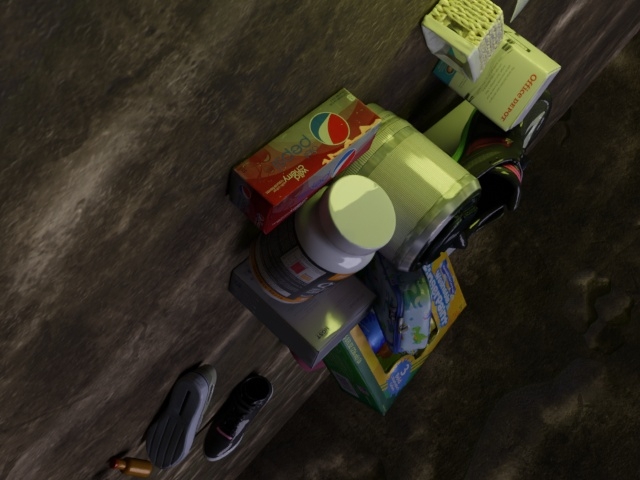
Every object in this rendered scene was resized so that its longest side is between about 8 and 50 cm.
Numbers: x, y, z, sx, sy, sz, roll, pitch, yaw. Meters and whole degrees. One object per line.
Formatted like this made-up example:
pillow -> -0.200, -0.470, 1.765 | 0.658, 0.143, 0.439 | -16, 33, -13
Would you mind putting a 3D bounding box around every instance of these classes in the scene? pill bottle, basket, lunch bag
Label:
pill bottle -> 0.000, 0.000, 1.410 | 0.162, 0.162, 0.278 | -38, -177, -37
basket -> 0.260, -0.372, 1.445 | 0.103, 0.113, 0.167 | -52, 167, 6
lunch bag -> 0.153, 0.106, 1.617 | 0.090, 0.219, 0.176 | -8, 132, -9

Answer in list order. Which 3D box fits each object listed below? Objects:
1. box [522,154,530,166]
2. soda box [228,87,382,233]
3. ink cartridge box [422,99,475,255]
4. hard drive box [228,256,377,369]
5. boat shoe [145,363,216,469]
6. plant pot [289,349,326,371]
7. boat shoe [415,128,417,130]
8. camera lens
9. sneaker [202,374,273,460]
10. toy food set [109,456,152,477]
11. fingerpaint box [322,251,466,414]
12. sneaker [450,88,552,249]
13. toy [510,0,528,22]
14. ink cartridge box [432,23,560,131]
box -> 0.465, -0.144, 2.606 | 0.312, 0.179, 0.343 | -36, 163, -46
soda box -> -0.022, -0.129, 1.278 | 0.263, 0.092, 0.083 | -41, 166, -30
ink cartridge box -> 0.351, -0.158, 2.074 | 0.279, 0.160, 0.385 | -40, 157, -32
hard drive box -> -0.036, 0.104, 1.593 | 0.181, 0.232, 0.089 | -40, 164, -29
boat shoe -> -0.312, 0.411, 1.866 | 0.094, 0.109, 0.302 | -32, 156, -56
plant pot -> 0.007, 0.288, 2.385 | 0.180, 0.201, 0.201 | -34, 169, 11
boat shoe -> 0.172, -0.177, 1.852 | 0.072, 0.068, 0.190 | -26, 147, -29
camera lens -> 0.142, -0.094, 1.503 | 0.219, 0.274, 0.219 | -45, 166, -14
sneaker -> -0.247, 0.507, 2.366 | 0.296, 0.104, 0.147 | -49, 166, -22
toy food set -> -0.491, 0.597, 1.848 | 0.232, 0.111, 0.104 | -42, 138, 17
fingerpaint box -> 0.142, 0.136, 1.913 | 0.371, 0.163, 0.445 | -49, 138, -21
sneaker -> 0.368, -0.148, 1.717 | 0.483, 0.202, 0.185 | -51, 131, -18
toy -> 0.433, -0.558, 1.597 | 0.237, 0.056, 0.137 | -48, 164, -23
ink cartridge box -> 0.352, -0.342, 1.623 | 0.086, 0.203, 0.148 | -31, 159, -51
